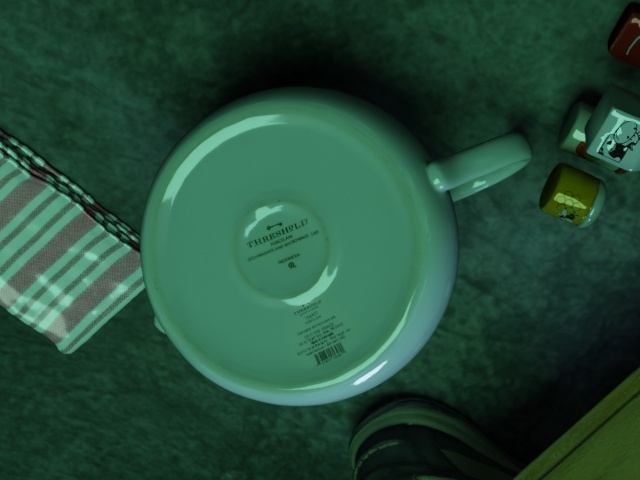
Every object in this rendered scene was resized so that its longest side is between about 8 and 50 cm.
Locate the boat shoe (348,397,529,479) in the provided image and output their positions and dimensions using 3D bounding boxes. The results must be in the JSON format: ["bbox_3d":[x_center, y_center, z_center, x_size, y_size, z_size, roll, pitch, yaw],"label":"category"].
[{"bbox_3d":[0.178,0.274,1.333,0.355,0.130,0.132,26,123,-9],"label":"boat shoe"}]

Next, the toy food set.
[{"bbox_3d":[0.255,-0.103,1.084,0.104,0.111,0.232,23,121,-7],"label":"toy food set"}]

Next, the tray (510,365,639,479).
[{"bbox_3d":[0.310,0.175,1.160,0.411,0.076,0.203,-44,77,12],"label":"tray"}]

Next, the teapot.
[{"bbox_3d":[0.000,0.000,1.154,0.256,0.187,0.252,21,98,14],"label":"teapot"}]

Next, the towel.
[{"bbox_3d":[-0.247,0.005,1.277,0.197,0.029,0.144,39,121,-17],"label":"towel"}]
